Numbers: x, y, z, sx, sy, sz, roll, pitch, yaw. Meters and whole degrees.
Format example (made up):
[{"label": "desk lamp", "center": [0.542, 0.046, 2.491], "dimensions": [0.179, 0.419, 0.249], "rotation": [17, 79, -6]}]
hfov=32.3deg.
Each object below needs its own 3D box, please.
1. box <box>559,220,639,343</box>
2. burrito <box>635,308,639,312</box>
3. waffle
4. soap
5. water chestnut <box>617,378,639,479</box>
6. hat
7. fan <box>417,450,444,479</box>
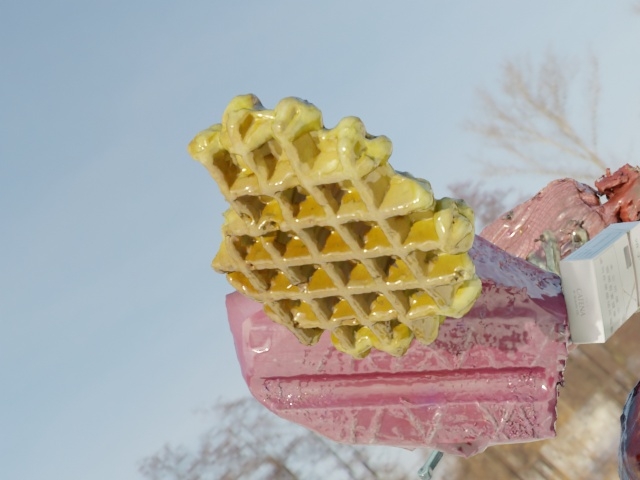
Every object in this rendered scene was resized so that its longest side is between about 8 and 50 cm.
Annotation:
[{"label": "box", "center": [0.285, 0.039, 1.097], "dimensions": [0.040, 0.083, 0.154], "rotation": [-7, 10, 35]}, {"label": "burrito", "center": [0.510, 0.050, 1.628], "dimensions": [0.348, 0.107, 0.175], "rotation": [-20, 12, 17]}, {"label": "waffle", "center": [0.000, 0.001, 0.850], "dimensions": [0.253, 0.249, 0.056], "rotation": [-47, 15, 54]}, {"label": "soap", "center": [0.074, 0.092, 1.074], "dimensions": [0.127, 0.325, 0.220], "rotation": [-82, -9, -69]}, {"label": "water chestnut", "center": [0.484, 0.224, 1.125], "dimensions": [0.347, 0.335, 0.335], "rotation": [-38, -13, 24]}, {"label": "hat", "center": [0.315, 0.009, 1.418], "dimensions": [0.286, 0.236, 0.107], "rotation": [-44, -38, 19]}, {"label": "fan", "center": [0.171, 0.208, 1.323], "dimensions": [0.193, 0.038, 0.016], "rotation": [-51, -56, -24]}]
